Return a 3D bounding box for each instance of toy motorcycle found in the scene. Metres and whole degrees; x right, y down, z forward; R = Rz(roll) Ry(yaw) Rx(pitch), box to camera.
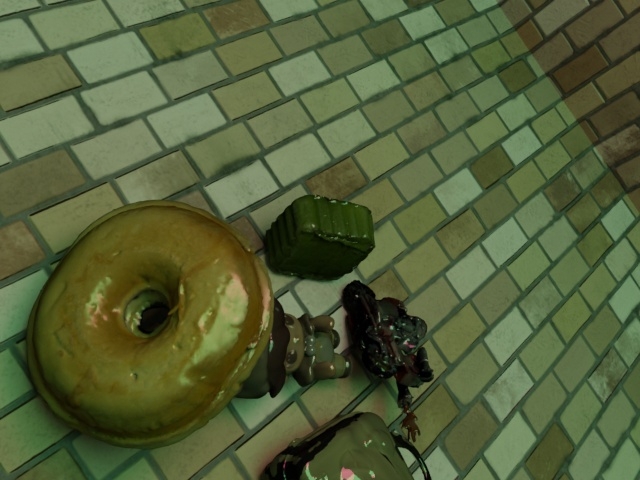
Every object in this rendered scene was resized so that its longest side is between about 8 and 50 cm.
[{"bbox_3d":[0.172,0.254,1.703,0.207,0.134,0.401,18,33,-26],"label":"toy motorcycle"}]

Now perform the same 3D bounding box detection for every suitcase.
[{"bbox_3d":[0.092,0.518,1.513,0.339,0.194,0.352,-21,81,-43],"label":"suitcase"}]

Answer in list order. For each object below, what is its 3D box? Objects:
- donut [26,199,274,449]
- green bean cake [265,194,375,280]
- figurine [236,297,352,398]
[{"bbox_3d":[-0.299,0.136,1.326,0.448,0.198,0.449,-2,69,5],"label":"donut"},{"bbox_3d":[0.000,0.000,1.701,0.214,0.200,0.113,10,54,-28],"label":"green bean cake"},{"bbox_3d":[-0.095,0.212,1.544,0.380,0.203,0.248,14,66,-43],"label":"figurine"}]
